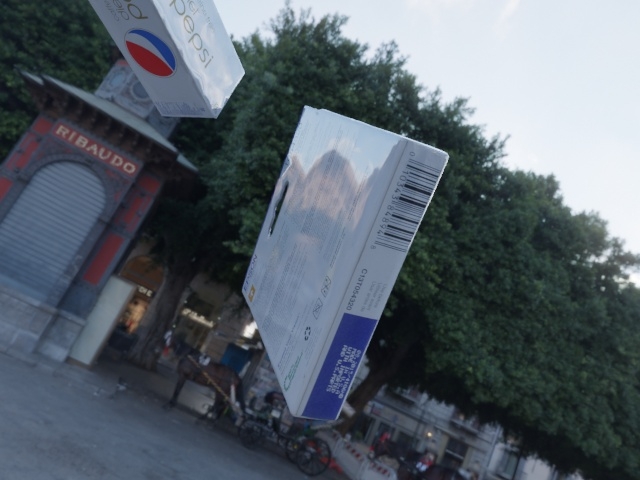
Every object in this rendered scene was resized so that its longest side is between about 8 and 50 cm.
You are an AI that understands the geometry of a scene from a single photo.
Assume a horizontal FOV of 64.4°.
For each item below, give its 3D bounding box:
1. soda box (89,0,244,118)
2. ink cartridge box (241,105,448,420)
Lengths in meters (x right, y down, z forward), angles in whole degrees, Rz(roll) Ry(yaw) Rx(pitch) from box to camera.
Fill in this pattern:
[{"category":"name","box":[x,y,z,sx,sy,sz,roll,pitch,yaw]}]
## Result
[{"category":"soda box","box":[-0.145,-0.210,0.434,0.069,0.074,0.216,9,-33,23]},{"category":"ink cartridge box","box":[0.000,0.000,0.673,0.071,0.324,0.330,15,15,-22]}]
